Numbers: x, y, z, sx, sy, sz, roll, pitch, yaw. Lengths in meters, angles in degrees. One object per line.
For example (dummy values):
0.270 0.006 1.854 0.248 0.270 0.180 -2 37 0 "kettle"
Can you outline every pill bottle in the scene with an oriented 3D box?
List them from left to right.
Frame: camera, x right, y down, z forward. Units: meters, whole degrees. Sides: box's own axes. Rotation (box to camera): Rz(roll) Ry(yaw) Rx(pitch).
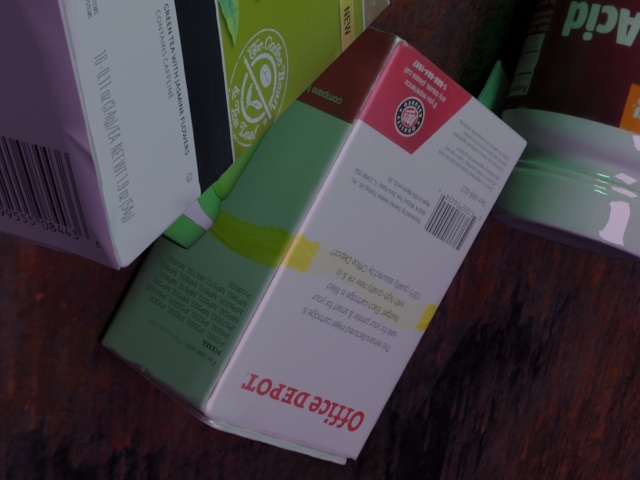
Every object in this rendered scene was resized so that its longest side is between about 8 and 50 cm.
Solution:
0.334 -0.187 1.521 0.224 0.224 0.392 20 87 -54 "pill bottle"

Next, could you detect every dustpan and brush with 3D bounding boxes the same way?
0.193 -0.096 1.607 0.147 0.060 0.211 -60 140 -25 "dustpan and brush"

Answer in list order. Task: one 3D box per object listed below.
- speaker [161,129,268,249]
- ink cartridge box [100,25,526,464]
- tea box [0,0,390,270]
-0.084 -0.145 1.167 0.296 0.131 0.131 -59 144 -5 "speaker"
0.000 0.000 1.332 0.279 0.160 0.384 29 89 -54 "ink cartridge box"
-0.174 -0.189 0.798 0.323 0.329 0.220 -50 145 -42 "tea box"
